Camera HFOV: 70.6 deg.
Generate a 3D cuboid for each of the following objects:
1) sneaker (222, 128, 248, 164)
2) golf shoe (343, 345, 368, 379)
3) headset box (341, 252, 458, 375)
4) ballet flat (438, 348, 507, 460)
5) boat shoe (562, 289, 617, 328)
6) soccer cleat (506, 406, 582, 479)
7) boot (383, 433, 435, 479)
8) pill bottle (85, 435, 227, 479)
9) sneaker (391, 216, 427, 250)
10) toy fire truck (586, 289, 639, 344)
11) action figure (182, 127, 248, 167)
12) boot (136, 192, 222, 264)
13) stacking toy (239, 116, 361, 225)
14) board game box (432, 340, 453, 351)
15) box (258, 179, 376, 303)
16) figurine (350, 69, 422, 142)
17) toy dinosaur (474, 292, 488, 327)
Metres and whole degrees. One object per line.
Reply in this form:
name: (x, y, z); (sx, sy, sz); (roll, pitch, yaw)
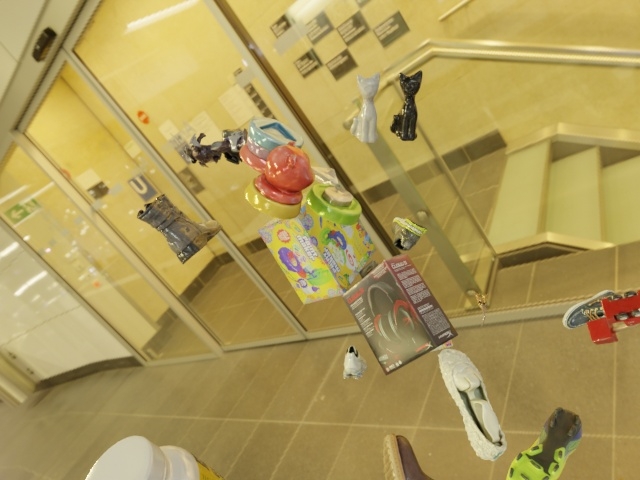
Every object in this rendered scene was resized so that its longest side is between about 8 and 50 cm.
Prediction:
sneaker: (-0.328, -0.379, 1.818); (0.087, 0.130, 0.227); (15, 19, 11)
golf shoe: (0.107, 0.358, 1.371); (0.069, 0.086, 0.176); (-3, -2, 8)
headset box: (0.206, 0.194, 1.272); (0.110, 0.293, 0.218); (-12, -24, -43)
ballet flat: (0.560, 0.569, 1.630); (0.147, 0.147, 0.409); (-30, 60, 20)
boat shoe: (0.853, 0.224, 1.412); (0.183, 0.065, 0.083); (-38, 7, 10)
soccer cleat: (0.552, 0.534, 1.101); (0.289, 0.121, 0.093); (-31, 34, -31)
boot: (0.215, 0.385, 0.650); (0.206, 0.248, 0.090); (-13, -29, -9)
pill bottle: (-0.264, 0.503, 0.831); (0.187, 0.334, 0.188); (-20, 36, 15)
sneaker: (0.344, -0.023, 1.898); (0.121, 0.111, 0.300); (-58, 2, -1)
toy fire truck: (0.613, 0.144, 0.875); (0.192, 0.135, 0.047); (-24, 49, 35)
action figure: (-0.384, -0.345, 1.678); (0.285, 0.099, 0.185); (-12, -1, 14)
boot: (-0.460, -0.070, 1.515); (0.118, 0.223, 0.338); (-40, 10, 7)
stacking toy: (-0.030, -0.171, 1.010); (0.130, 0.279, 0.309); (-62, 31, 29)
board game box: (0.407, 0.422, 1.802); (0.193, 0.045, 0.147); (-12, -10, -9)
box: (0.000, 0.000, 1.478); (0.177, 0.290, 0.279); (-20, 17, 37)
figurine: (0.206, -0.420, 1.406); (0.214, 0.209, 0.092); (-4, 38, -6)
toy dinosaur: (0.813, 0.325, 2.255); (0.064, 0.112, 0.211); (-11, 19, 20)
